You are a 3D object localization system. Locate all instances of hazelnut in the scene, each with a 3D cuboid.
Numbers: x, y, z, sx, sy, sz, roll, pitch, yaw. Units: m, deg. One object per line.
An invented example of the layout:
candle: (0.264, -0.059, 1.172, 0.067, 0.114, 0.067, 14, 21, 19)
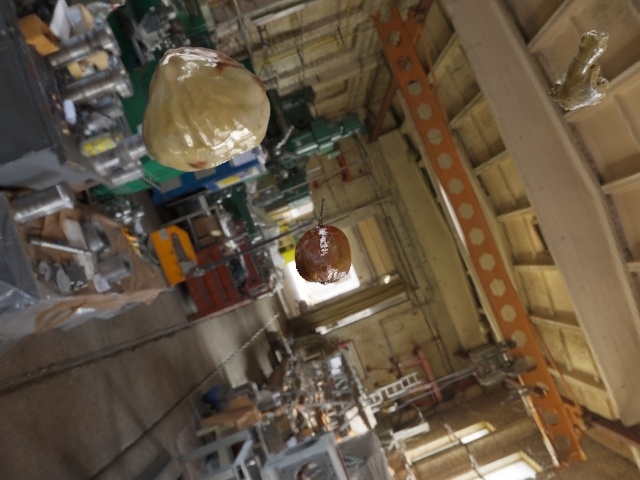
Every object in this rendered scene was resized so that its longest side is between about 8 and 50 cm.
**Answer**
hazelnut: (-0.238, -0.255, 1.116, 0.241, 0.261, 0.261, 79, -10, -63)

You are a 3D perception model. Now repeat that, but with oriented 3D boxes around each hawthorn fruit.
hawthorn fruit: (0.000, 0.000, 0.657, 0.067, 0.066, 0.103, 75, 5, -74)

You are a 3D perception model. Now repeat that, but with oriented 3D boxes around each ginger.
ginger: (0.508, -0.312, 1.103, 0.096, 0.067, 0.165, 26, -37, 10)

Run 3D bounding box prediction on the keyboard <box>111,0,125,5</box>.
keyboard: (-0.361, -0.395, 0.881, 0.049, 0.129, 0.015, -164, -87, -72)
